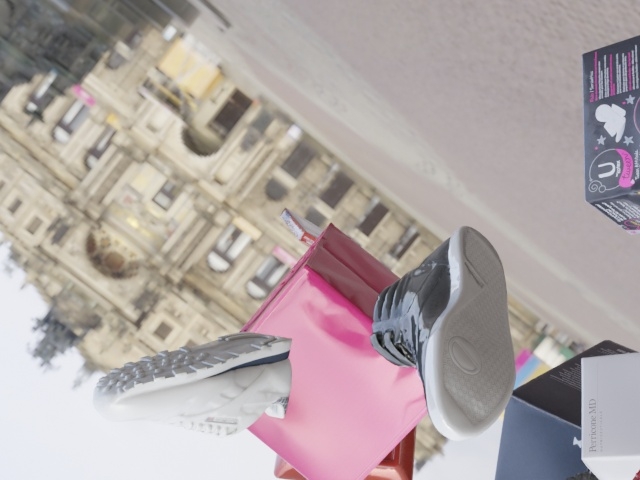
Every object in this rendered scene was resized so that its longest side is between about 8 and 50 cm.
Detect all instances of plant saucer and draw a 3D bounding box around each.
[{"bbox_3d":[0.054,0.335,1.839,0.258,0.259,0.048,5,142,6],"label":"plant saucer"}]

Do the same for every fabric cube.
[{"bbox_3d":[0.021,0.171,1.435,0.258,0.254,0.259,38,-162,-2],"label":"fabric cube"}]

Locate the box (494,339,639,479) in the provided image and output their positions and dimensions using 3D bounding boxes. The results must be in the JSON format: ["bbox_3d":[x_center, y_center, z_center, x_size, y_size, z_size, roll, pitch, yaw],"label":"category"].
[{"bbox_3d":[0.564,0.423,2.025,0.212,0.294,0.395,22,-153,40],"label":"box"}]

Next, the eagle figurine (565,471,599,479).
[{"bbox_3d":[0.435,0.563,1.670,0.226,0.298,0.225,43,-140,18],"label":"eagle figurine"}]

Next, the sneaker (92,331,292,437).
[{"bbox_3d":[-0.115,0.154,0.955,0.235,0.095,0.090,-7,-168,-44],"label":"sneaker"}]

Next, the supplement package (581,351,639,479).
[{"bbox_3d":[0.566,0.278,1.486,0.293,0.178,0.175,-11,144,29],"label":"supplement package"}]

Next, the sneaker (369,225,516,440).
[{"bbox_3d":[0.121,0.121,1.041,0.104,0.147,0.296,37,-145,-17],"label":"sneaker"}]

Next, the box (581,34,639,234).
[{"bbox_3d":[0.480,-0.154,1.422,0.142,0.247,0.163,-12,154,39],"label":"box"}]

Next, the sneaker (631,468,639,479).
[{"bbox_3d":[0.396,0.358,1.299,0.221,0.087,0.128,10,-150,6],"label":"sneaker"}]

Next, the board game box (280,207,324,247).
[{"bbox_3d":[0.000,0.000,2.004,0.145,0.027,0.281,30,-175,-14],"label":"board game box"}]
